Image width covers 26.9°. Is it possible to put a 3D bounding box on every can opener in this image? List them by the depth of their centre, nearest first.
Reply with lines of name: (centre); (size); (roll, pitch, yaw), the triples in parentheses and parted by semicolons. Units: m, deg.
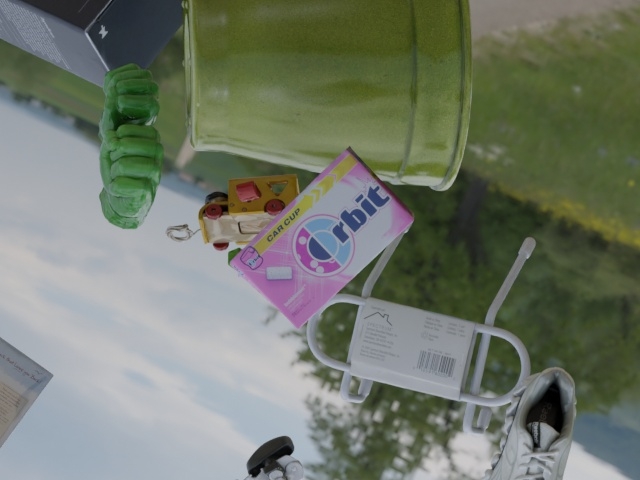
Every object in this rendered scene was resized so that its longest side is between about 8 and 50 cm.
can opener: (-0.156, 0.467, 2.468); (0.074, 0.280, 0.093); (56, -176, -37)

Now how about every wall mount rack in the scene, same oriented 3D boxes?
wall mount rack: (0.168, 0.115, 1.980); (0.350, 0.304, 0.130); (12, 177, 25)

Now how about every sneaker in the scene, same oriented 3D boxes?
sneaker: (0.271, 0.299, 1.738); (0.110, 0.292, 0.118); (14, 160, 2)

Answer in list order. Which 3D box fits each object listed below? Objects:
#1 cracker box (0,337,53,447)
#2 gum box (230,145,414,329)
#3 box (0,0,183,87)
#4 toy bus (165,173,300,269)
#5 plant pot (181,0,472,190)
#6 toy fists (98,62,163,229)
cracker box: (-0.521, 0.248, 1.946); (0.155, 0.232, 0.067); (37, 155, -7)
gum box: (0.000, 0.000, 1.478); (0.107, 0.188, 0.062); (46, -172, -2)
box: (-0.461, -0.501, 2.518); (0.395, 0.293, 0.212); (27, 161, 26)
toy bus: (-0.124, -0.053, 2.208); (0.202, 0.191, 0.104); (27, -136, -32)
plant pot: (-0.009, -0.244, 1.825); (0.353, 0.366, 0.366); (-2, -174, -8)
toy fists: (-0.305, -0.160, 2.117); (0.096, 0.142, 0.279); (10, -131, -22)
